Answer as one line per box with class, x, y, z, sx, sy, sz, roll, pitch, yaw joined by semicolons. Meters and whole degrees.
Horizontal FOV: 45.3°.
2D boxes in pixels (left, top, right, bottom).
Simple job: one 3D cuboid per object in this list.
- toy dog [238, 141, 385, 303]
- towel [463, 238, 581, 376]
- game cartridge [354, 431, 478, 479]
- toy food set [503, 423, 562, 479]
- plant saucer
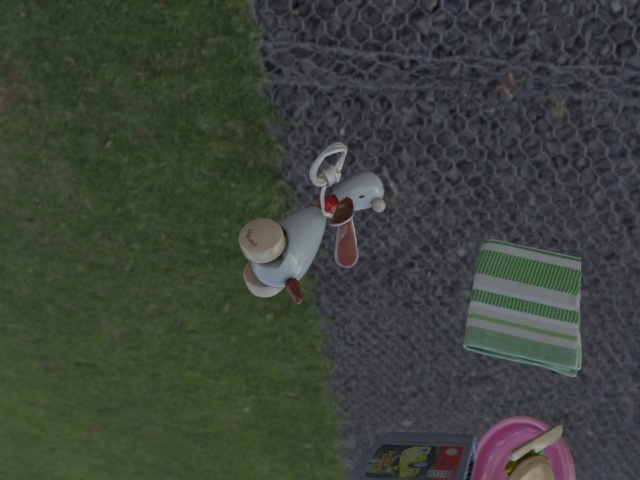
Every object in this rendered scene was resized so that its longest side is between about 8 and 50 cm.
toy dog;0.000;0.000;1.436;0.161;0.333;0.220;47;-179;28
towel;0.457;0.137;1.704;0.247;0.325;0.038;13;139;6
game cartridge;0.167;0.414;1.358;0.195;0.060;0.294;-7;-173;18
toy food set;0.280;0.352;1.066;0.132;0.192;0.038;-11;-162;-38
plant saucer;0.512;0.614;1.936;0.084;0.332;0.332;24;147;-29
